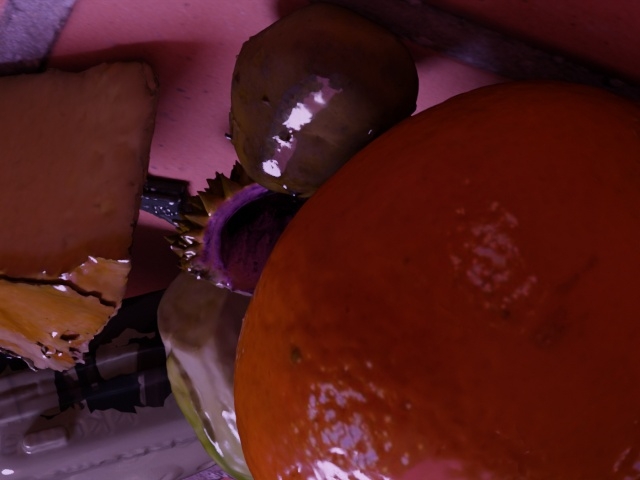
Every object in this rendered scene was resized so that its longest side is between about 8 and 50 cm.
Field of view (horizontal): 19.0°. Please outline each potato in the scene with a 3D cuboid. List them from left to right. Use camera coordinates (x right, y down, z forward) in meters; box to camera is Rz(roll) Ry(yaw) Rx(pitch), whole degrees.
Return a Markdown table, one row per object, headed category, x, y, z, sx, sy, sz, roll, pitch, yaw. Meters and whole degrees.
| category | x | y | z | sx | sy | sz | roll | pitch | yaw |
| --- | --- | --- | --- | --- | --- | --- | --- | --- | --- |
| potato | 0.000 | -0.111 | 1.452 | 0.137 | 0.137 | 0.176 | 25 | 137 | -22 |

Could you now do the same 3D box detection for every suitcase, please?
| category | x | y | z | sx | sy | sz | roll | pitch | yaw |
| --- | --- | --- | --- | --- | --- | --- | --- | --- | --- |
| suitcase | -0.195 | 0.176 | 2.061 | 0.351 | 0.194 | 0.339 | -14 | 167 | -6 |

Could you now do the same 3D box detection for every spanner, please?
| category | x | y | z | sx | sy | sz | roll | pitch | yaw |
| --- | --- | --- | --- | --- | --- | --- | --- | --- | --- |
| spanner | -0.111 | -0.002 | 1.937 | 0.093 | 0.026 | 0.325 | -1 | 154 | 40 |

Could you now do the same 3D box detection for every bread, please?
| category | x | y | z | sx | sy | sz | roll | pitch | yaw |
| --- | --- | --- | --- | --- | --- | --- | --- | --- | --- |
| bread | -0.289 | -0.045 | 1.662 | 0.279 | 0.248 | 0.315 | 16 | 155 | -6 |

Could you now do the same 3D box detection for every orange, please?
| category | x | y | z | sx | sy | sz | roll | pitch | yaw |
| --- | --- | --- | --- | --- | --- | --- | --- | --- | --- |
| orange | 0.144 | 0.089 | 1.433 | 0.326 | 0.424 | 0.424 | 50 | 177 | 30 |

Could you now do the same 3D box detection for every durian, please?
| category | x | y | z | sx | sy | sz | roll | pitch | yaw |
| --- | --- | --- | --- | --- | --- | --- | --- | --- | --- |
| durian | 0.001 | -0.014 | 1.690 | 0.260 | 0.154 | 0.186 | 11 | -175 | -17 |

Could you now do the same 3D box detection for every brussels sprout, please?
| category | x | y | z | sx | sy | sz | roll | pitch | yaw |
| --- | --- | --- | --- | --- | --- | --- | --- | --- | --- |
| brussels sprout | -0.005 | 0.112 | 1.816 | 0.294 | 0.259 | 0.227 | 26 | 157 | -23 |
